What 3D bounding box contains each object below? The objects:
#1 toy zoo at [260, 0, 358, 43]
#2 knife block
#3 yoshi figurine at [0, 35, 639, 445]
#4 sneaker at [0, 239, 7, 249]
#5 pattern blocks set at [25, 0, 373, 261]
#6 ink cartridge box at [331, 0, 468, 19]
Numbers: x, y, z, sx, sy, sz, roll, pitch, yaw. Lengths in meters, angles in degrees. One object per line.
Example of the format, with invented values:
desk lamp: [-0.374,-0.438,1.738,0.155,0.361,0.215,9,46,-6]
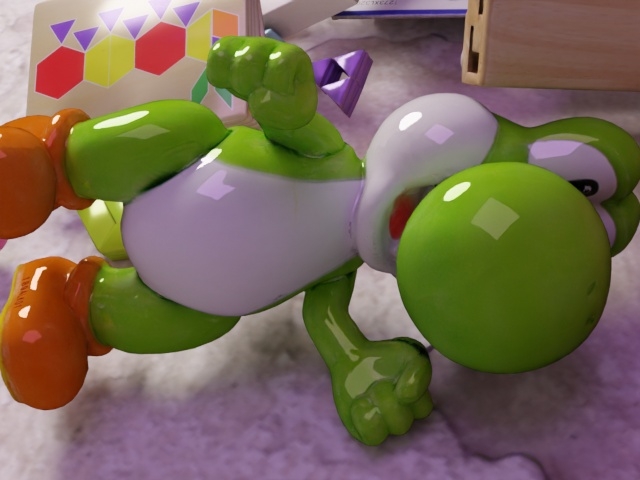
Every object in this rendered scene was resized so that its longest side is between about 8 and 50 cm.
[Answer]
toy zoo: [-0.025,-0.247,1.024,0.192,0.030,0.293,-7,55,42]
knife block: [0.236,-0.132,0.788,0.242,0.088,0.275,8,12,24]
yoshi figurine: [-0.001,0.003,0.713,0.362,0.203,0.203,-6,67,3]
sneaker: [-0.288,-0.013,0.898,0.170,0.063,0.075,-11,47,10]
pattern blocks set: [-0.117,-0.119,0.924,0.324,0.026,0.285,-2,66,21]
ink cartridge box: [0.135,-0.258,1.067,0.175,0.069,0.371,2,40,16]
